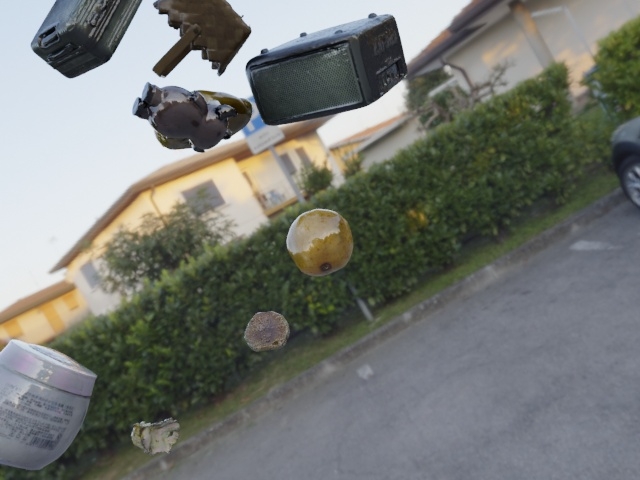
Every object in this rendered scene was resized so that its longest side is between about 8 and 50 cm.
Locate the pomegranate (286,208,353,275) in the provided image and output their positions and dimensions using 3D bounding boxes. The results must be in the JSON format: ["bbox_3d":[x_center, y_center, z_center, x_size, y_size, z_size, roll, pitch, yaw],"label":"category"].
[{"bbox_3d":[0.000,0.000,1.530,0.196,0.196,0.196,-30,1,1],"label":"pomegranate"}]

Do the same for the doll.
[{"bbox_3d":[-0.341,-0.312,1.407,0.257,0.117,0.182,10,-34,-40],"label":"doll"}]

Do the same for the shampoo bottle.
[{"bbox_3d":[-0.719,0.401,1.369,0.266,0.273,0.273,-65,14,-18],"label":"shampoo bottle"}]

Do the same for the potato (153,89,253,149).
[{"bbox_3d":[-0.370,-0.391,1.771,0.176,0.195,0.369,24,30,33],"label":"potato"}]

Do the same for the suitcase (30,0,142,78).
[{"bbox_3d":[-0.534,-0.540,1.304,0.202,0.128,0.312,-6,58,37],"label":"suitcase"}]

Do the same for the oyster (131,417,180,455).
[{"bbox_3d":[-0.538,0.635,1.795,0.072,0.132,0.209,18,4,26],"label":"oyster"}]

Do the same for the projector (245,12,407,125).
[{"bbox_3d":[0.030,-0.557,1.778,0.405,0.242,0.395,-4,25,30],"label":"projector"}]

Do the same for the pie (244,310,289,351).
[{"bbox_3d":[-0.229,0.384,2.351,0.195,0.195,0.046,-30,-31,-11],"label":"pie"}]

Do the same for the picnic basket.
[{"bbox_3d":[-0.412,-0.648,1.761,0.321,0.291,0.254,-45,20,4],"label":"picnic basket"}]
